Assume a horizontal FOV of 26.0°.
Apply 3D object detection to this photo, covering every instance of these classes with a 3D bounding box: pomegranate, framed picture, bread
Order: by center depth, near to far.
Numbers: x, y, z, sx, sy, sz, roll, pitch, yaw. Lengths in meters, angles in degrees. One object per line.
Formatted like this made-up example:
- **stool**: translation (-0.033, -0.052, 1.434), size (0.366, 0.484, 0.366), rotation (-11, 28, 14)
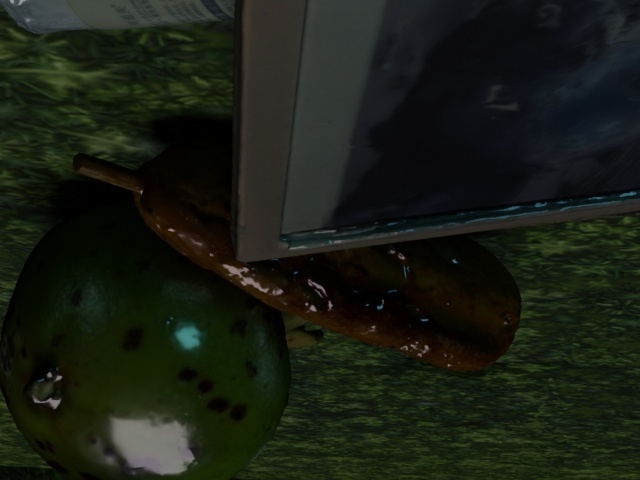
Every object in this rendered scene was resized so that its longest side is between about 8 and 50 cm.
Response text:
- **framed picture**: translation (0.123, -0.076, 0.575), size (0.326, 0.028, 0.446), rotation (-8, 164, -5)
- **bread**: translation (-0.002, 0.002, 0.865), size (0.344, 0.084, 0.124), rotation (23, -172, -37)
- **pomegranate**: translation (-0.102, 0.071, 0.957), size (0.211, 0.211, 0.263), rotation (-12, -179, 42)

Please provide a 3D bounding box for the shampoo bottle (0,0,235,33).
- **shampoo bottle**: translation (-0.027, -0.116, 0.551), size (0.212, 0.049, 0.072), rotation (-3, 166, 16)
